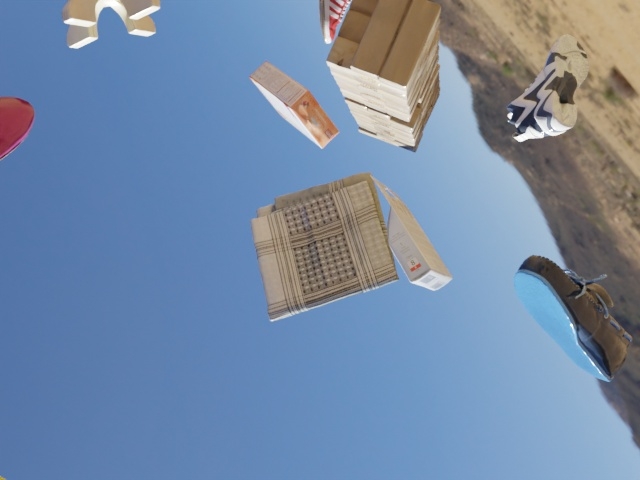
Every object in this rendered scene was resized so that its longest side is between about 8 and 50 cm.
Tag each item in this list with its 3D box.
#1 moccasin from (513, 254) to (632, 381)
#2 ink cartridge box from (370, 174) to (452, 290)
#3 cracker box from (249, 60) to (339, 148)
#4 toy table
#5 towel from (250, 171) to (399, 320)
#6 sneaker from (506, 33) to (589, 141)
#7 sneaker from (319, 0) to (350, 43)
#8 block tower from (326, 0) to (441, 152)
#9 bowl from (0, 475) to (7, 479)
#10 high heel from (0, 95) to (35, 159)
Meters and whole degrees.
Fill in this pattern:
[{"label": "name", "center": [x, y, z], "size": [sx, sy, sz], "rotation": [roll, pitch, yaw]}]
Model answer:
[{"label": "moccasin", "center": [0.450, 0.118, 1.296], "size": [0.138, 0.116, 0.342], "rotation": [31, 168, 50]}, {"label": "ink cartridge box", "center": [0.131, -0.009, 1.152], "size": [0.179, 0.045, 0.145], "rotation": [57, -166, 20]}, {"label": "cracker box", "center": [-0.067, -0.342, 1.825], "size": [0.155, 0.067, 0.232], "rotation": [48, 179, -44]}, {"label": "toy table", "center": [-0.458, -0.528, 1.550], "size": [0.252, 0.274, 0.160], "rotation": [-16, -89, -49]}, {"label": "towel", "center": [0.000, 0.000, 1.689], "size": [0.056, 0.313, 0.324], "rotation": [59, -165, -53]}, {"label": "sneaker", "center": [0.435, -0.291, 1.443], "size": [0.094, 0.153, 0.234], "rotation": [26, -117, -26]}, {"label": "sneaker", "center": [0.032, -0.340, 1.039], "size": [0.042, 0.067, 0.118], "rotation": [-108, 13, -52]}, {"label": "block tower", "center": [0.086, -0.192, 0.869], "size": [0.091, 0.097, 0.335], "rotation": [24, 179, 9]}, {"label": "bowl", "center": [-0.373, 0.320, 0.590], "size": [0.289, 0.289, 0.156], "rotation": [44, -162, -21]}, {"label": "high heel", "center": [-0.520, -0.175, 0.949], "size": [0.127, 0.181, 0.377], "rotation": [21, -147, 14]}]
